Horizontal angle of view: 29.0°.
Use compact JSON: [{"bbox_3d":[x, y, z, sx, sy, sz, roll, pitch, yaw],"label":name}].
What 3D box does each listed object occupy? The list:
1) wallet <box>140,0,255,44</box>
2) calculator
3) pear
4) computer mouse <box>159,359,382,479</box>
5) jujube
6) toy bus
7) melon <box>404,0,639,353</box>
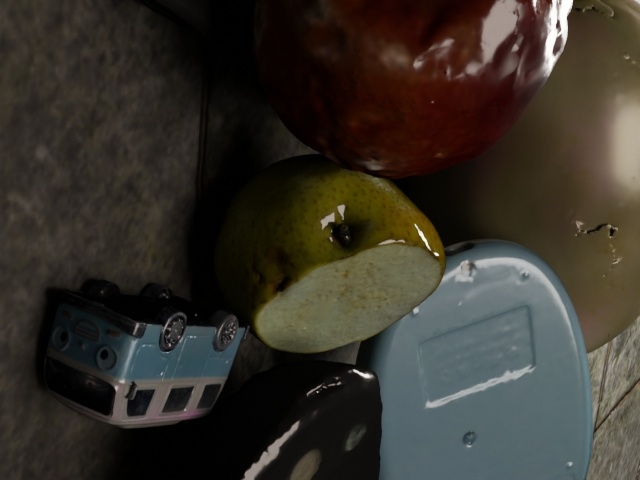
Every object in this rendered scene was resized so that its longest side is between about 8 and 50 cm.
[{"bbox_3d":[-0.034,-0.291,0.629,0.197,0.051,0.377,27,82,-64],"label":"wallet"},{"bbox_3d":[0.113,0.139,0.894,0.188,0.042,0.303,-19,116,-17],"label":"calculator"},{"bbox_3d":[0.000,0.000,0.772,0.141,0.141,0.104,38,28,-61],"label":"pear"},{"bbox_3d":[-0.042,0.180,0.807,0.170,0.100,0.269,-36,143,-33],"label":"computer mouse"},{"bbox_3d":[0.048,-0.125,0.718,0.255,0.190,0.190,148,-39,-83],"label":"jujube"},{"bbox_3d":[-0.100,0.066,0.688,0.123,0.060,0.075,11,98,-65],"label":"toy bus"},{"bbox_3d":[0.175,-0.054,0.960,0.223,0.223,0.317,-46,143,-42],"label":"melon"}]
